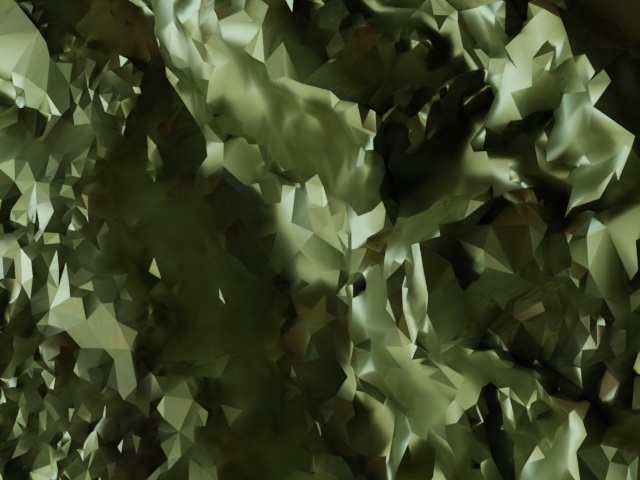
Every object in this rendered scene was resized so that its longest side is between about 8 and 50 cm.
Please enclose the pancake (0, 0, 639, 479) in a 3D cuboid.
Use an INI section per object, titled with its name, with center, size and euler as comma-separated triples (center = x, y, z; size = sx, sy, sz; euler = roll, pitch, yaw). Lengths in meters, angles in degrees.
[pancake]
center = -0.001, 0.000, 0.394
size = 0.071, 0.382, 0.382
euler = 15, -107, -55
